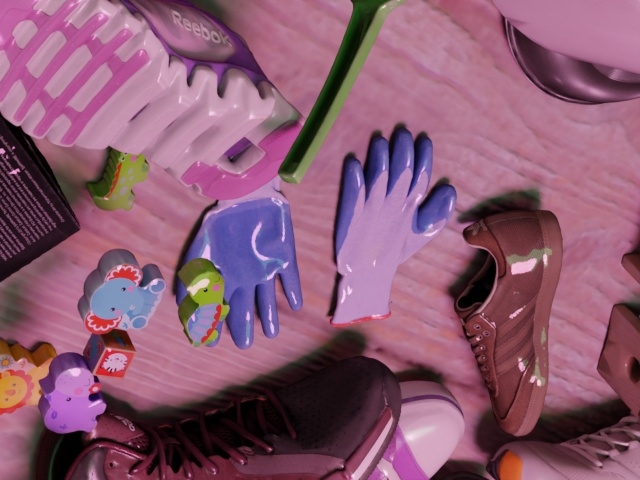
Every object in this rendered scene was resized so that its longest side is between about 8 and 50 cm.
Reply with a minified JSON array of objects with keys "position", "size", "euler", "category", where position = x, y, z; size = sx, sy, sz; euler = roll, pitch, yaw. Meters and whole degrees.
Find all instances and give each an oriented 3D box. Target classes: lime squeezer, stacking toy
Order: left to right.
[{"position":[-0.138,0.060,1.066],"size":[0.052,0.167,0.221],"euler":[12,117,-33],"category":"stacking toy"},{"position":[0.033,-0.186,1.014],"size":[0.110,0.058,0.310],"euler":[-11,108,-67],"category":"lime squeezer"}]

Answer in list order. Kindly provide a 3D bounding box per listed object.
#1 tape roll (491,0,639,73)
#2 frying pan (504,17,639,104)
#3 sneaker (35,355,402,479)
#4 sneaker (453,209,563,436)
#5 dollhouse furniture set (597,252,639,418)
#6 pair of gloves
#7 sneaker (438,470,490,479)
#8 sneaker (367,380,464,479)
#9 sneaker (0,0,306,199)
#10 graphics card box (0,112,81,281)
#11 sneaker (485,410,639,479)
[{"position":[0.221,-0.212,1.017],"size":[0.246,0.169,0.246],"euler":[-8,107,-26],"category":"tape roll"},{"position":[0.169,-0.193,1.132],"size":[0.326,0.053,0.197],"euler":[25,107,-41],"category":"frying pan"},{"position":[-0.085,0.144,1.202],"size":[0.281,0.106,0.162],"euler":[-40,121,-5],"category":"sneaker"},{"position":[0.129,0.060,1.289],"size":[0.071,0.066,0.188],"euler":[-1,119,-7],"category":"sneaker"},{"position":[0.311,0.053,1.324],"size":[0.129,0.129,0.184],"euler":[-8,126,-23],"category":"dollhouse furniture set"},{"position":[0.000,0.000,1.193],"size":[0.198,0.023,0.159],"euler":[-5,125,-24],"category":"pair of gloves"},{"position":[0.052,0.325,1.323],"size":[0.123,0.295,0.178],"euler":[29,130,5],"category":"sneaker"},{"position":[0.009,0.229,1.271],"size":[0.282,0.161,0.102],"euler":[-36,130,-2],"category":"sneaker"},{"position":[-0.110,-0.107,0.999],"size":[0.095,0.105,0.236],"euler":[-37,143,24],"category":"sneaker"},{"position":[-0.346,0.000,0.962],"size":[0.371,0.094,0.233],"euler":[-33,131,-1],"category":"graphics card box"},{"position":[0.241,0.172,1.408],"size":[0.262,0.099,0.121],"euler":[15,107,-43],"category":"sneaker"}]
